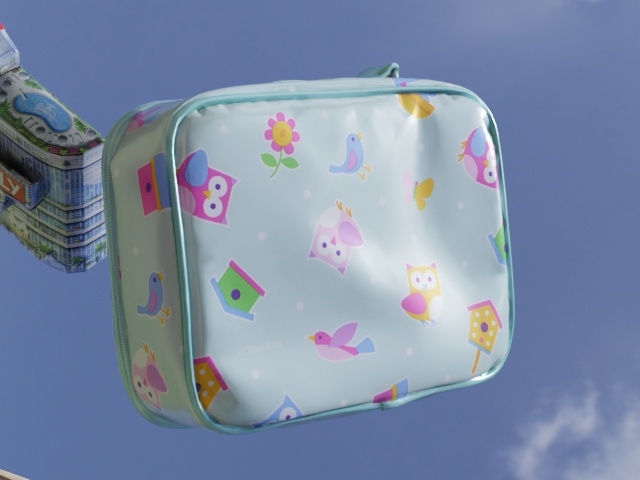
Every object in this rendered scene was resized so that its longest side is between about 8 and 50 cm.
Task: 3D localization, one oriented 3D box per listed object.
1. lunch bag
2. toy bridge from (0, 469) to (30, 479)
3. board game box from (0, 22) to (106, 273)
[{"bbox_3d":[0.000,0.000,0.817,0.108,0.279,0.224,-9,-92,52],"label":"lunch bag"},{"bbox_3d":[-0.236,0.249,1.067,0.188,0.063,0.026,49,-36,-3],"label":"toy bridge"},{"bbox_3d":[-0.243,-0.085,0.933,0.194,0.060,0.194,39,-32,18],"label":"board game box"}]
